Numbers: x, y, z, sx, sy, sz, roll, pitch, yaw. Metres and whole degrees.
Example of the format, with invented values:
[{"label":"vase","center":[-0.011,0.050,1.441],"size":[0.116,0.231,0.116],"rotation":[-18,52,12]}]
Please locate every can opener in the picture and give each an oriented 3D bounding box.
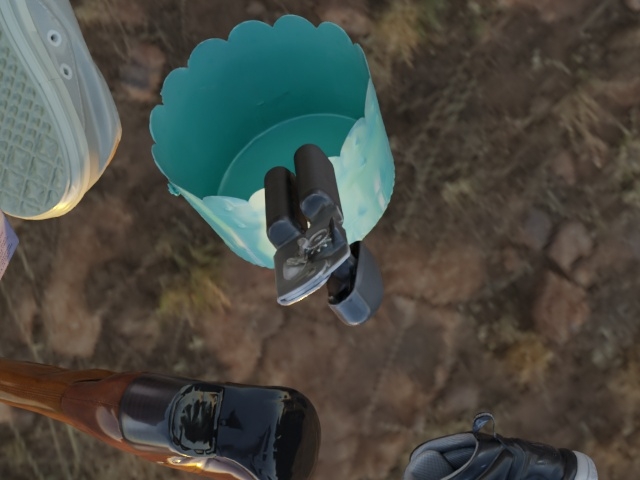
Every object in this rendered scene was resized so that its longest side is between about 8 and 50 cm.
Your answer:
[{"label":"can opener","center":[0.000,0.000,1.441],"size":[0.076,0.283,0.095],"rotation":[-37,108,10]}]

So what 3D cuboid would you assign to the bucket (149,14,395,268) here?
[{"label":"bucket","center":[-0.049,-0.113,1.916],"size":[0.281,0.281,0.183],"rotation":[-29,142,-1]}]

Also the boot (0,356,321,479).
[{"label":"boot","center":[-0.167,0.159,1.413],"size":[0.264,0.280,0.096],"rotation":[13,83,-55]}]

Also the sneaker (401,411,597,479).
[{"label":"sneaker","center":[0.125,0.275,1.478],"size":[0.153,0.101,0.268],"rotation":[31,108,-12]}]

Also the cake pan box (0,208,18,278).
[{"label":"cake pan box","center":[-0.312,0.053,1.080],"size":[0.070,0.267,0.246],"rotation":[18,157,13]}]

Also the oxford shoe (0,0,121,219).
[{"label":"oxford shoe","center":[-0.305,-0.239,1.448],"size":[0.169,0.130,0.449],"rotation":[-17,99,28]}]
